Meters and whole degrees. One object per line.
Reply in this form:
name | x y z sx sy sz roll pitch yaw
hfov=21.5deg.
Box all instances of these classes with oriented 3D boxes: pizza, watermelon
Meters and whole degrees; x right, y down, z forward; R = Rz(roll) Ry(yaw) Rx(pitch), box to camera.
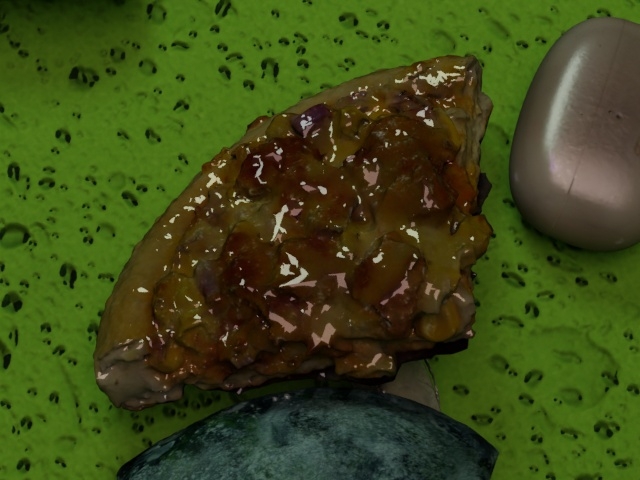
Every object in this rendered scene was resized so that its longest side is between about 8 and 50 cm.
pizza | 0.000 0.000 1.307 0.409 0.114 0.278 -37 50 -12
watermelon | 0.010 0.234 1.266 0.289 0.214 0.320 -30 42 -24

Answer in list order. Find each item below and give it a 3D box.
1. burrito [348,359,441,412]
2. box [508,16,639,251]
burrito | 0.049 0.099 1.351 0.063 0.058 0.230 -10 69 -37
box | 0.237 -0.089 1.403 0.146 0.088 0.200 22 73 -1
